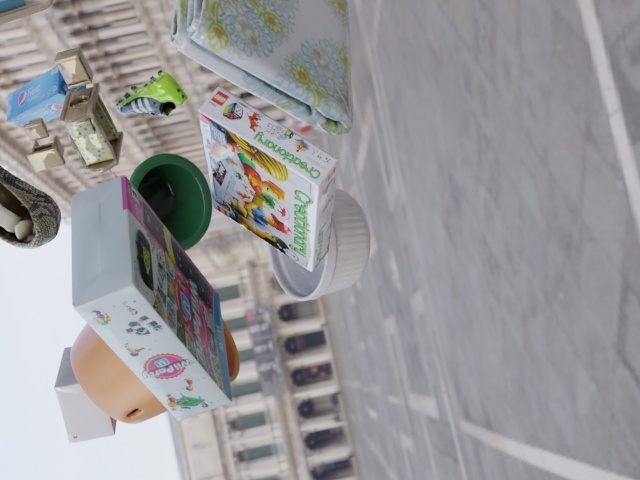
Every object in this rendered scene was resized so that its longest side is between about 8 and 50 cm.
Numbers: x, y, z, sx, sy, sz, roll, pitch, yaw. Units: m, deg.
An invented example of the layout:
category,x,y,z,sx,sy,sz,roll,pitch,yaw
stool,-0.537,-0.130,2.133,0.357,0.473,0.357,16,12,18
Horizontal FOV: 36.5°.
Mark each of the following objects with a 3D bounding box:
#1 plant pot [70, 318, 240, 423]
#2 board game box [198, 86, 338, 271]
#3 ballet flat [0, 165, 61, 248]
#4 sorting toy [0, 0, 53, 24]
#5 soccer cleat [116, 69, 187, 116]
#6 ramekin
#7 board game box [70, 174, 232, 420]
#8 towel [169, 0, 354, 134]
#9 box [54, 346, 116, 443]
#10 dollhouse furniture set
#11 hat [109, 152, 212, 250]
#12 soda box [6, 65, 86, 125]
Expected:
category,x,y,z,sx,sy,sz,roll,pitch,yaw
plant pot,-0.321,0.201,1.796,0.291,0.203,0.291,47,-166,-16
board game box,-0.072,-0.077,1.384,0.193,0.053,0.305,32,160,12
ballet flat,-0.764,-0.134,2.010,0.164,0.483,0.182,-56,8,10
sorting toy,-0.513,-0.320,1.378,0.193,0.208,0.038,15,130,40
soccer cleat,-0.300,-0.243,1.707,0.072,0.060,0.179,47,148,-22
ramekin,0.000,0.000,1.739,0.207,0.109,0.207,17,110,56
board game box,-0.243,0.087,1.413,0.303,0.098,0.224,61,-169,-46
towel,-0.093,-0.387,1.722,0.375,0.090,0.320,25,-128,-34
box,-0.458,0.297,1.920,0.170,0.091,0.130,-111,12,-68
dollhouse furniture set,-0.438,-0.197,1.600,0.101,0.161,0.182,-95,-12,-49
hat,-0.323,-0.077,1.829,0.184,0.173,0.208,-3,96,55
soda box,-0.595,-0.308,2.104,0.071,0.210,0.067,13,-111,-45
